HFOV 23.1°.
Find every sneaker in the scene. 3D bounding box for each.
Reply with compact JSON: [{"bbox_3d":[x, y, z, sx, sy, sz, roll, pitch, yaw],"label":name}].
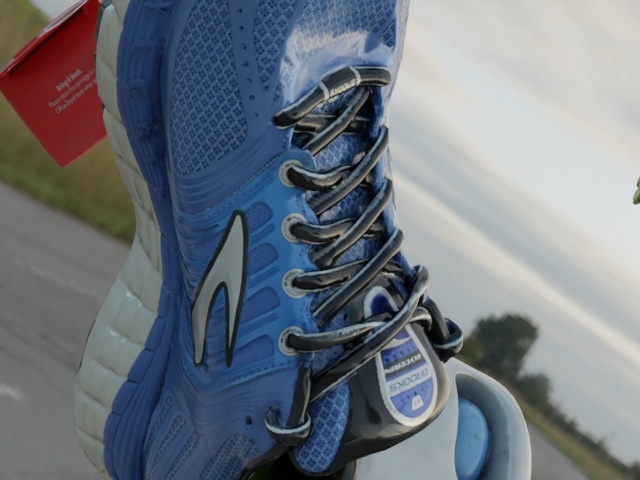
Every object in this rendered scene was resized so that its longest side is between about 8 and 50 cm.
[{"bbox_3d":[0.000,0.000,0.587,0.147,0.130,0.330,38,-45,33],"label":"sneaker"}]

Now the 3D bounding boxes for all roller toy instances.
[{"bbox_3d":[0.031,0.156,0.971,0.146,0.209,0.191,28,-3,-21],"label":"roller toy"}]

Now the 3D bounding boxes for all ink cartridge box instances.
[{"bbox_3d":[-0.121,-0.133,1.045,0.078,0.231,0.134,52,-44,-7],"label":"ink cartridge box"}]

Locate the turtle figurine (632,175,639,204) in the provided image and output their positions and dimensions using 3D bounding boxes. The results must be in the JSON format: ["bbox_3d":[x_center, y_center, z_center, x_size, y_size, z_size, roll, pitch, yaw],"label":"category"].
[{"bbox_3d":[0.391,-0.028,1.375,0.217,0.269,0.087,24,1,0],"label":"turtle figurine"}]
